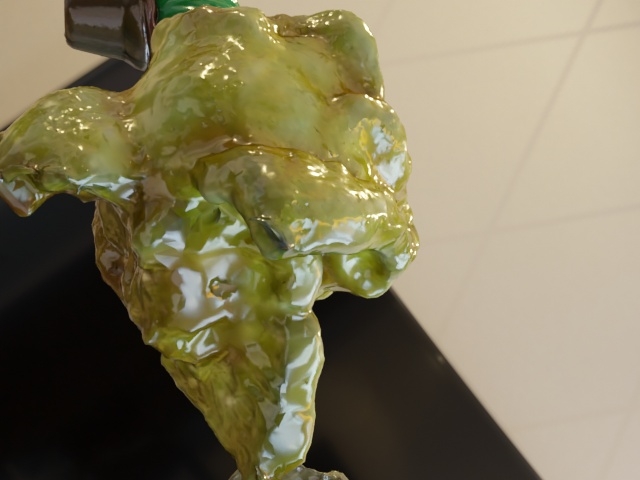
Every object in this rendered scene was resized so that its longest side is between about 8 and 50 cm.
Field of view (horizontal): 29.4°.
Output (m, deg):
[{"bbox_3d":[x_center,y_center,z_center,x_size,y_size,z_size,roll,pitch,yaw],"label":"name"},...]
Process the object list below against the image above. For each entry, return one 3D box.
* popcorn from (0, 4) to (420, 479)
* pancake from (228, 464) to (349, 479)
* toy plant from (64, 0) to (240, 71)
[{"bbox_3d":[-0.044,-0.025,0.903,0.321,0.290,0.326,50,-20,-5],"label":"popcorn"},{"bbox_3d":[-0.049,0.443,1.920,0.042,0.236,0.222,-113,-157,-84],"label":"pancake"},{"bbox_3d":[-0.147,-0.223,1.184,0.105,0.200,0.143,108,-20,-57],"label":"toy plant"}]
